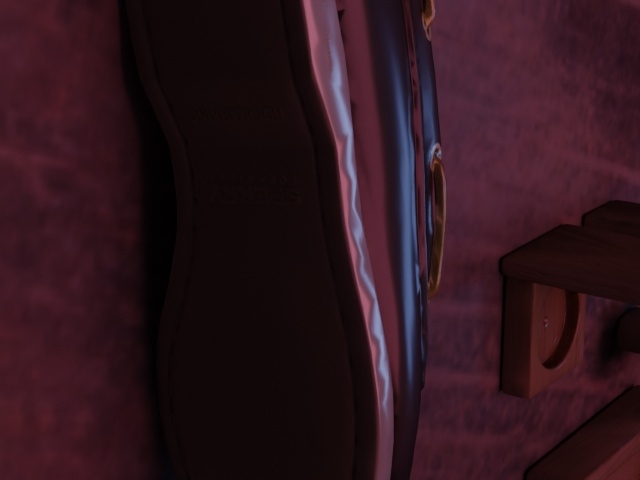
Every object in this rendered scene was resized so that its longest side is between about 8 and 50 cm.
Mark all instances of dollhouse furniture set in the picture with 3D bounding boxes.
[{"bbox_3d":[0.160,0.071,0.711,0.144,0.123,0.151,-25,120,-52],"label":"dollhouse furniture set"}]

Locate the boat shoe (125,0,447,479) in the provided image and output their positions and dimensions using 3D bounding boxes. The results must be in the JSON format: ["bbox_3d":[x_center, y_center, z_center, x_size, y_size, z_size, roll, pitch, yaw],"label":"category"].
[{"bbox_3d":[0.000,0.000,0.474,0.069,0.081,0.227,-25,118,-48],"label":"boat shoe"}]
